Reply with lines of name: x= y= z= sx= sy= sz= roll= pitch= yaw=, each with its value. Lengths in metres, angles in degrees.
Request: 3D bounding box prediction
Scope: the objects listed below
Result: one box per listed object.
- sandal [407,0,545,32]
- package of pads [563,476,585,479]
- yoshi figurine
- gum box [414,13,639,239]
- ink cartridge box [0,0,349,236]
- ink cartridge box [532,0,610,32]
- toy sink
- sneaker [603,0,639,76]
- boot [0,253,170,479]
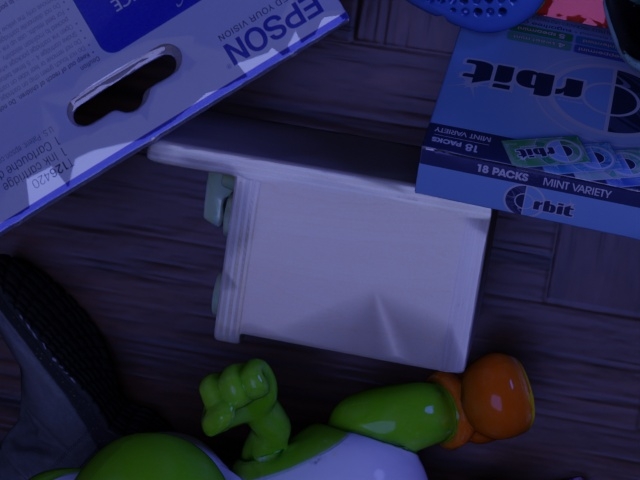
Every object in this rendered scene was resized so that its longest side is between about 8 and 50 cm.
sandal: x=0.023 y=-0.248 z=1.039 sx=0.317 sy=0.138 sz=0.126 roll=41 pitch=116 yaw=-10
package of pads: x=0.182 y=0.221 z=1.198 sx=0.050 sy=0.032 sz=0.083 roll=-14 pitch=99 yaw=8
yoshi figurine: x=-0.023 y=0.179 z=1.087 sx=0.362 sy=0.203 sz=0.203 roll=-7 pitch=135 yaw=-14
gum box: x=0.156 y=-0.083 z=1.067 sx=0.157 sy=0.184 sz=0.041 roll=12 pitch=129 yaw=7
ink cartridge box: x=-0.182 y=-0.193 z=1.096 sx=0.304 sy=0.072 sz=0.307 roll=-31 pitch=85 yaw=3
ink cartridge box: x=0.101 y=-0.351 z=1.070 sx=0.308 sy=0.091 sz=0.384 roll=12 pitch=102 yaw=7
toy sink: x=0.000 y=0.000 z=1.124 sx=0.234 sy=0.153 sz=0.131 roll=10 pitch=103 yaw=6
sneaker: x=0.242 y=-0.196 z=1.003 sx=0.094 sy=0.151 sz=0.255 roll=-15 pitch=61 yaw=42
boot: x=-0.221 y=0.147 z=1.227 sx=0.161 sy=0.083 sz=0.246 roll=-35 pitch=95 yaw=18
